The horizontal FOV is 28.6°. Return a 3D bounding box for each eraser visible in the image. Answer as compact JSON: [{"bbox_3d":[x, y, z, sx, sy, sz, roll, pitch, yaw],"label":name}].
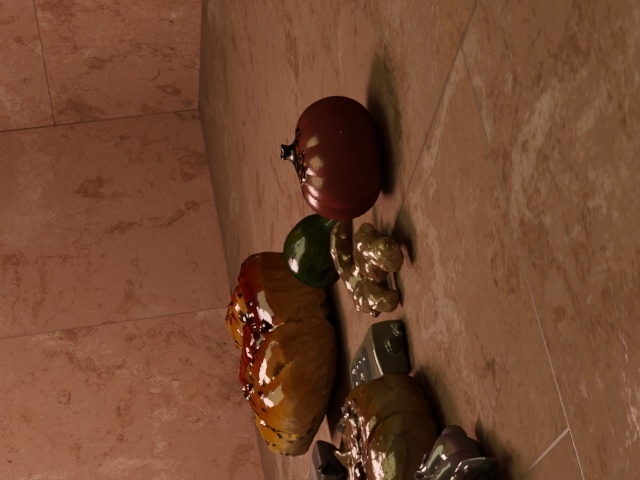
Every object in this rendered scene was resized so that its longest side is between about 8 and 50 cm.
[{"bbox_3d":[0.009,0.513,2.509,0.352,0.061,0.089,96,164,-51],"label":"eraser"}]

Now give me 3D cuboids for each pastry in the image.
[{"bbox_3d":[0.093,0.299,1.711,0.257,0.121,0.236,111,150,-68],"label":"pastry"}]

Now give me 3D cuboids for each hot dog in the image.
[{"bbox_3d":[-0.073,0.206,2.403,0.365,0.196,0.367,119,140,-68],"label":"hot dog"}]

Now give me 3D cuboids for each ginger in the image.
[{"bbox_3d":[0.078,0.041,1.795,0.258,0.065,0.149,179,71,-74],"label":"ginger"}]

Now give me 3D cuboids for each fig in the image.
[{"bbox_3d":[0.000,0.000,2.092,0.177,0.117,0.117,115,148,-53],"label":"fig"}]

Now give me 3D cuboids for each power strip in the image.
[{"bbox_3d":[0.084,0.190,1.898,0.286,0.048,0.080,109,153,-71],"label":"power strip"}]

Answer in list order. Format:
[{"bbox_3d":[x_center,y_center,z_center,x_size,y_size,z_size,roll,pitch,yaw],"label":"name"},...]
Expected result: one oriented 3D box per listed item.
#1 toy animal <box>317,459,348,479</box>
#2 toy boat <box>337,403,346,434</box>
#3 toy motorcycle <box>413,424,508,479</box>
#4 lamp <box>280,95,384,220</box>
[{"bbox_3d":[0.038,0.409,1.946,0.137,0.082,0.269,42,141,-4],"label":"toy animal"},{"bbox_3d":[0.085,0.289,1.932,0.084,0.066,0.210,49,160,-5],"label":"toy boat"},{"bbox_3d":[0.155,0.285,1.455,0.225,0.073,0.152,131,150,-68],"label":"toy motorcycle"},{"bbox_3d":[0.016,-0.115,1.783,0.182,0.140,0.182,171,90,-83],"label":"lamp"}]
